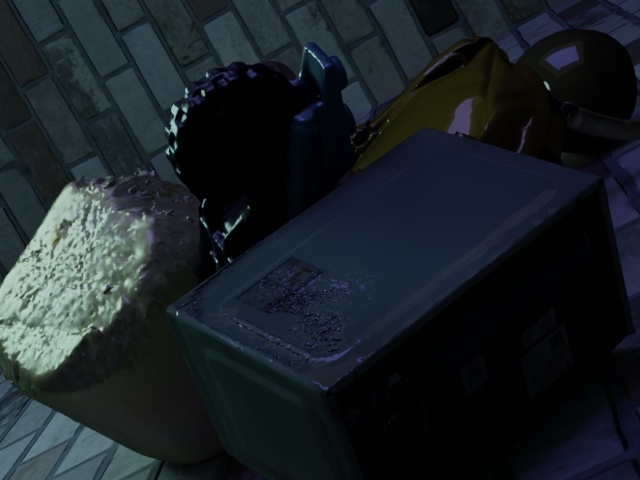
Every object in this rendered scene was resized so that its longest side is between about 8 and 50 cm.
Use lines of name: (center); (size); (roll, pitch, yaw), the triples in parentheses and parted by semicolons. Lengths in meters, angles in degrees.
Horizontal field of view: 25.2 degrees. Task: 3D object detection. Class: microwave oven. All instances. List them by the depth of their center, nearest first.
microwave oven: (0.070, 0.073, 1.145); (0.295, 0.181, 0.237); (-36, 35, -26)

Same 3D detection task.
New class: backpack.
backpack: (0.127, -0.069, 1.726); (0.378, 0.201, 0.353); (-28, 20, 33)

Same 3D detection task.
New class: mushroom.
mushroom: (0.363, -0.140, 1.669); (0.187, 0.060, 0.061); (-3, 4, -28)

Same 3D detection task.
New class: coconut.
coconut: (-0.166, 0.088, 1.548); (0.298, 0.309, 0.297); (-19, 55, 30)

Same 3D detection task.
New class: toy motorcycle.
toy motorcycle: (0.000, 0.000, 1.317); (0.232, 0.416, 0.172); (-23, 37, -12)

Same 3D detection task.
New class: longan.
longan: (0.338, -0.198, 1.913); (0.189, 0.189, 0.189); (-28, 10, 5)

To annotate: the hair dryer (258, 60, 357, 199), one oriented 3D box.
hair dryer: (-0.025, -0.085, 1.458); (0.125, 0.210, 0.352); (-35, -32, -9)
